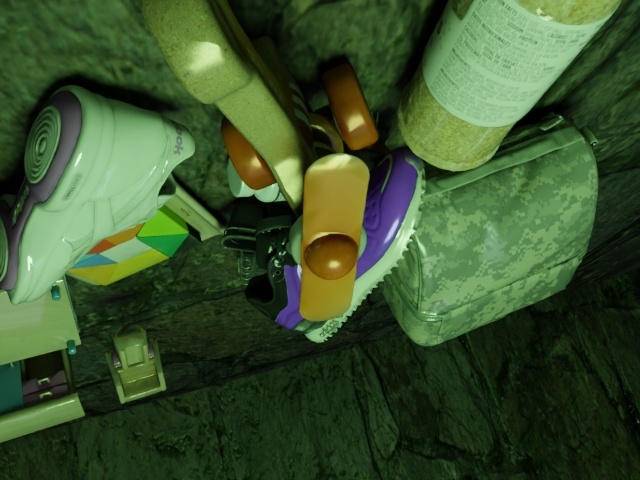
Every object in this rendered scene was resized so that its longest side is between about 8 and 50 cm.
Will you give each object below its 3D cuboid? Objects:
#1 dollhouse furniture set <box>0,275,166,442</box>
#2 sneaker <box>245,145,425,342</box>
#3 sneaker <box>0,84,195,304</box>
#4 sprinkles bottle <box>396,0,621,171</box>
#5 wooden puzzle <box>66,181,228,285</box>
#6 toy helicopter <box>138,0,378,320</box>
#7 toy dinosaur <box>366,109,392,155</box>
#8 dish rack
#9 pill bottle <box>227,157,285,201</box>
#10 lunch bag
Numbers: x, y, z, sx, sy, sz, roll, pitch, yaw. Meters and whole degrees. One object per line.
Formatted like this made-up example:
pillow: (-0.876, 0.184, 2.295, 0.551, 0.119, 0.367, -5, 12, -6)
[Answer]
dollhouse furniture set: (-0.387, 0.087, 0.827, 0.286, 0.198, 0.304, -14, 138, -20)
sneaker: (0.000, 0.001, 0.696, 0.146, 0.102, 0.293, 24, 124, -14)
sneaker: (-0.234, -0.022, 0.605, 0.152, 0.114, 0.305, 0, 151, -44)
sprinkles bottle: (0.164, -0.187, 0.486, 0.121, 0.121, 0.355, -12, 161, -14)
wooden puzzle: (-0.256, 0.002, 0.782, 0.238, 0.044, 0.221, -19, 162, 5)
toy helicopter: (-0.031, -0.071, 0.468, 0.140, 0.235, 0.355, -20, 161, 10)
toy dinosaur: (0.064, -0.117, 0.696, 0.047, 0.090, 0.082, -45, -178, 27)
dish rack: (-0.035, 0.030, 0.903, 0.208, 0.074, 0.272, 9, 156, -3)
pill bottle: (-0.043, -0.079, 0.699, 0.120, 0.067, 0.067, -7, 159, -27)
lunch bag: (0.225, -0.028, 0.857, 0.304, 0.213, 0.256, -20, 147, -8)
